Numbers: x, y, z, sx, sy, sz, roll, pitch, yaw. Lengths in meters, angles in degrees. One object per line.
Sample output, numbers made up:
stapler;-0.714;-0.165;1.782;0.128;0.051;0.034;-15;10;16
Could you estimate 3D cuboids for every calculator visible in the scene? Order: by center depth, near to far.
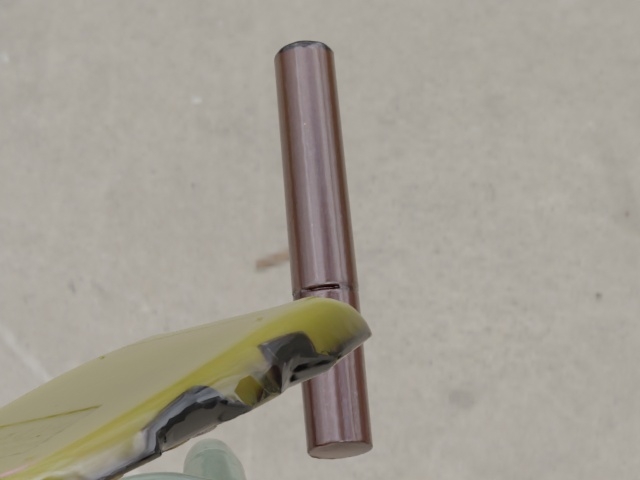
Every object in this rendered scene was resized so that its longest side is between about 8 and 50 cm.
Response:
calculator;-0.088;0.073;0.624;0.157;0.033;0.236;-15;7;36

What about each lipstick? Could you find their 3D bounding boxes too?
lipstick;0.000;0.000;1.231;0.057;0.057;0.357;-4;67;-2

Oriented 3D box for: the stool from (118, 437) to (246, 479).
stool;-0.136;0.238;1.045;0.195;0.195;0.198;8;2;-21
